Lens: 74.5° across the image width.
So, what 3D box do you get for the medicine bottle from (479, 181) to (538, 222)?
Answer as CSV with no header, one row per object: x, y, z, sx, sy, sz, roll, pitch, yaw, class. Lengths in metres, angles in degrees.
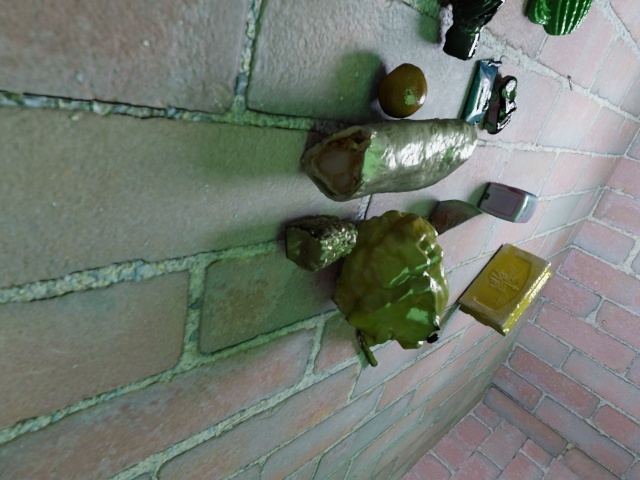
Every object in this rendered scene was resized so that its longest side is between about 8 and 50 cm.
0.564,-0.109,1.242,0.188,0.119,0.094,-1,115,-49,medicine bottle

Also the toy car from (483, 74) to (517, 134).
0.417,-0.305,0.962,0.069,0.055,0.142,-38,141,-19,toy car

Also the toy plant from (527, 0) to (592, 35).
0.516,-0.541,0.843,0.155,0.088,0.240,3,128,-19,toy plant

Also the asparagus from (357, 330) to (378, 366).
0.126,0.292,1.135,0.248,0.025,0.025,67,21,-51,asparagus

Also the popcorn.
0.141,0.082,0.812,0.252,0.215,0.286,-40,128,-18,popcorn

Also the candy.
0.000,0.000,0.681,0.110,0.095,0.085,-29,134,-40,candy

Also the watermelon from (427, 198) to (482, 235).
0.315,-0.052,1.019,0.094,0.081,0.180,-58,-173,-30,watermelon

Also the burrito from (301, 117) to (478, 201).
0.124,-0.134,0.680,0.299,0.105,0.143,-15,166,-41,burrito

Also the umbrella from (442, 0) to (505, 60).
0.239,-0.433,0.601,0.336,0.154,0.128,-63,-178,45,umbrella

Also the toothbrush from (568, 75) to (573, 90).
0.753,-0.472,1.265,0.006,0.008,0.097,-51,149,18,toothbrush

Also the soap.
0.672,0.170,1.538,0.315,0.199,0.091,-46,140,-12,soap

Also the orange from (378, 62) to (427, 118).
0.129,-0.233,0.658,0.085,0.085,0.085,-30,138,-32,orange

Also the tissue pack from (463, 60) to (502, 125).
0.343,-0.309,0.897,0.085,0.028,0.137,-21,130,-39,tissue pack
